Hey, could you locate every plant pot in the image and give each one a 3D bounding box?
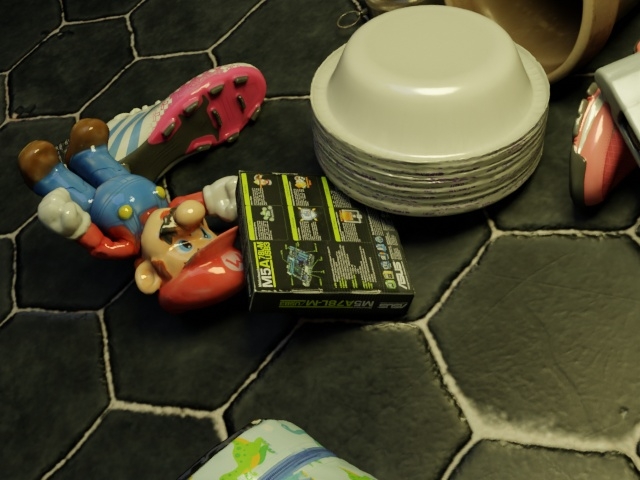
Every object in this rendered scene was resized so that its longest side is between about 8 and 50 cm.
[{"bbox_3d":[0.319,-0.355,1.052,0.229,0.263,0.263,-26,45,-23],"label":"plant pot"}]

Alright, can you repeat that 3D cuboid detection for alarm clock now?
[{"bbox_3d":[0.112,-0.370,1.255,0.192,0.064,0.129,-26,48,6],"label":"alarm clock"}]

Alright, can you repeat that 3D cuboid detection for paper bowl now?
[{"bbox_3d":[0.129,-0.173,0.989,0.284,0.148,0.284,-2,45,2],"label":"paper bowl"}]

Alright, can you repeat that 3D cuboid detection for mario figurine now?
[{"bbox_3d":[-0.211,-0.047,1.009,0.321,0.170,0.198,36,81,16],"label":"mario figurine"}]

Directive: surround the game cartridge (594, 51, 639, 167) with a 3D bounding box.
[{"bbox_3d":[0.425,-0.084,0.810,0.198,0.062,0.297,-24,69,9],"label":"game cartridge"}]

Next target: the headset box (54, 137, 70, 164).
[{"bbox_3d":[-0.378,-0.134,1.290,0.083,0.032,0.062,-30,48,-3],"label":"headset box"}]

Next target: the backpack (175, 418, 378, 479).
[{"bbox_3d":[-0.082,0.319,0.662,0.274,0.290,0.355,16,54,23],"label":"backpack"}]

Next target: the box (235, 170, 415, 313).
[{"bbox_3d":[0.000,0.000,0.959,0.184,0.045,0.190,0,48,-14],"label":"box"}]

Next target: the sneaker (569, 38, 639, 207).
[{"bbox_3d":[0.392,-0.154,0.925,0.136,0.116,0.314,28,69,34],"label":"sneaker"}]

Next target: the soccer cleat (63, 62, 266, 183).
[{"bbox_3d":[-0.235,-0.163,1.195,0.331,0.116,0.143,-39,50,-9],"label":"soccer cleat"}]
